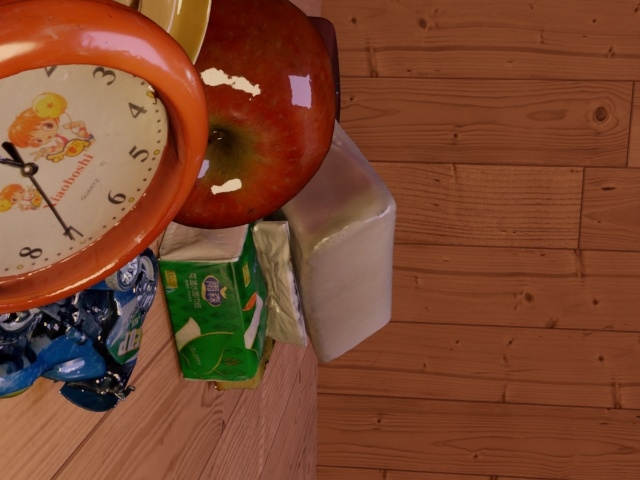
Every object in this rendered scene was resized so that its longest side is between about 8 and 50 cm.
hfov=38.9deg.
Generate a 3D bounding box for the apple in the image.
[{"bbox_3d":[-0.097,-0.130,0.812,0.230,0.229,0.230,2,90,-84],"label":"apple"}]

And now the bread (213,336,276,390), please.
[{"bbox_3d":[-0.105,0.108,1.464,0.361,0.077,0.138,-69,160,-73],"label":"bread"}]

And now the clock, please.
[{"bbox_3d":[-0.154,-0.039,0.477,0.051,0.205,0.205,51,-18,31],"label":"clock"}]

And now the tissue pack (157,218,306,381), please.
[{"bbox_3d":[-0.100,0.054,1.127,0.148,0.156,0.209,-85,173,-50],"label":"tissue pack"}]

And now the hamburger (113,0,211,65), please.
[{"bbox_3d":[-0.156,-0.157,0.556,0.175,0.136,0.175,18,90,-71],"label":"hamburger"}]

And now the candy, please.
[{"bbox_3d":[0.003,0.001,1.253,0.208,0.145,0.359,59,-13,28],"label":"candy"}]

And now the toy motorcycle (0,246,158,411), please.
[{"bbox_3d":[-0.183,0.062,0.655,0.254,0.092,0.136,17,84,-75],"label":"toy motorcycle"}]

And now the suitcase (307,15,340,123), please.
[{"bbox_3d":[-0.057,-0.198,1.435,0.236,0.161,0.297,83,11,-49],"label":"suitcase"}]
